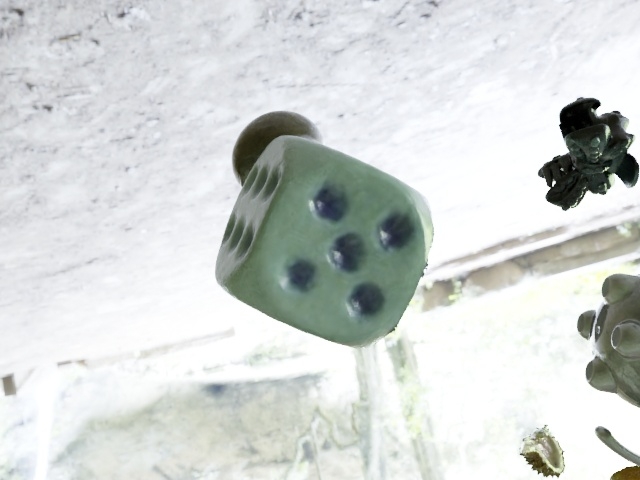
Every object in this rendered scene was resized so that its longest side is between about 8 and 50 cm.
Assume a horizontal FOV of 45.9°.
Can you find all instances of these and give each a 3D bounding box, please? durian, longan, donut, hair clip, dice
[{"bbox_3d":[0.534,0.533,1.894,0.078,0.140,0.224,-31,149,32],"label":"durian"},{"bbox_3d":[-0.078,-0.150,1.409,0.185,0.159,0.204,-29,158,-24],"label":"longan"},{"bbox_3d":[0.744,0.566,1.732,0.151,0.058,0.152,3,137,3],"label":"donut"},{"bbox_3d":[0.688,-0.221,1.930,0.206,0.195,0.310,0,145,-1],"label":"hair clip"},{"bbox_3d":[0.000,0.000,1.196,0.262,0.265,0.268,24,-179,-17],"label":"dice"}]

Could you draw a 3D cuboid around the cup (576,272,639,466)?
[{"bbox_3d":[0.319,0.112,0.707,0.141,0.134,0.174,10,122,-4],"label":"cup"}]
